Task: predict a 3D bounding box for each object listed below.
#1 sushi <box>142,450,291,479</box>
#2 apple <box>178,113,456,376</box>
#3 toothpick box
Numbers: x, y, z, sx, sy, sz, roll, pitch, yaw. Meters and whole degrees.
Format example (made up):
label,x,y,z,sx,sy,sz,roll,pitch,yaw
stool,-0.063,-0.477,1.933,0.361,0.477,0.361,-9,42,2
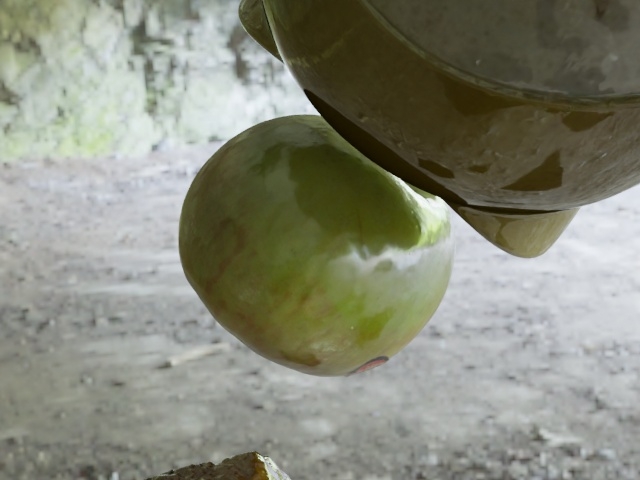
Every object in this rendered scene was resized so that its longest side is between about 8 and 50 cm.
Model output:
label,x,y,z,sx,sy,sz,roll,pitch,yaw
sushi,-0.026,0.242,0.732,0.140,0.287,0.149,-39,-3,-5
apple,0.000,0.000,1.091,0.261,0.194,0.261,36,17,-13
toothpick box,0.162,-0.232,0.891,0.409,0.425,0.408,21,40,-19
